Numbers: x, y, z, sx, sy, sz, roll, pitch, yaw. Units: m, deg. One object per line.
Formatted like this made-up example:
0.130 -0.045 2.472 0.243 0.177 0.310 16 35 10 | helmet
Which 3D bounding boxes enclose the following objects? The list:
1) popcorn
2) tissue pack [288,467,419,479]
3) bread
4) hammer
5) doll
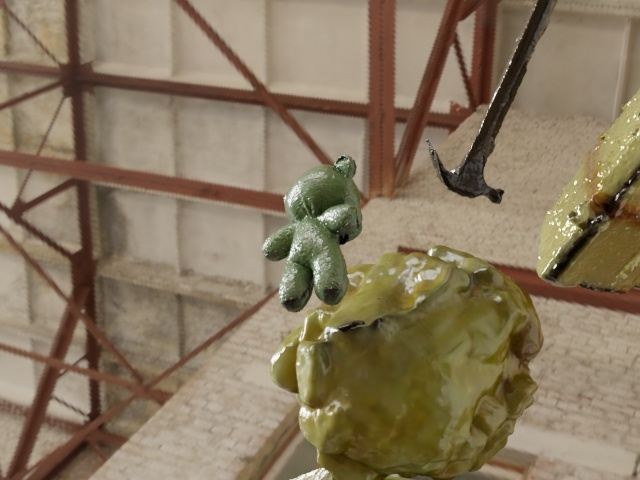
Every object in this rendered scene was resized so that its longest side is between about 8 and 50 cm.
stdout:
0.092 0.129 0.957 0.252 0.286 0.215 37 -39 29 | popcorn
0.081 0.393 1.080 0.275 0.200 0.167 17 -34 -33 | tissue pack
0.417 -0.040 1.183 0.198 0.236 0.263 36 -65 10 | bread
0.220 -0.188 1.053 0.125 0.027 0.297 18 -75 -24 | hammer
0.000 0.000 0.844 0.115 0.150 0.077 -21 -44 37 | doll
